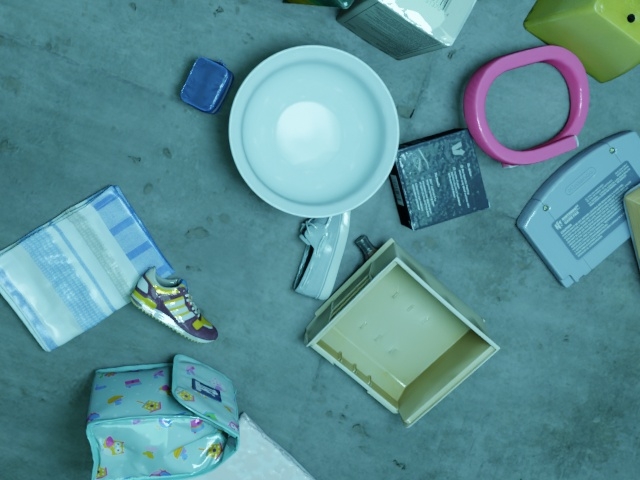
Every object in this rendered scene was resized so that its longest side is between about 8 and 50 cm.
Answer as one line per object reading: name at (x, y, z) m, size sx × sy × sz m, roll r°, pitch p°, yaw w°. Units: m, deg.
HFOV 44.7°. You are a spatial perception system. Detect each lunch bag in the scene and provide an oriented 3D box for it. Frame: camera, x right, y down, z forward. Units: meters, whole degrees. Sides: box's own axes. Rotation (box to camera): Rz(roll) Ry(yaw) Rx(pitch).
lunch bag at (-0.199, -0.279, 1.392) m, size 0.067 × 0.065 × 0.099 m, roll 29°, pitch 95°, yaw 3°
lunch bag at (-0.275, 0.315, 1.394) m, size 0.262 × 0.223 × 0.160 m, roll -6°, pitch 107°, yaw -9°

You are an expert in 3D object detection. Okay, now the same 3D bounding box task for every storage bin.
storage bin at (0.143, 0.179, 1.469) m, size 0.262 × 0.123 × 0.260 m, roll 40°, pitch 107°, yaw -13°

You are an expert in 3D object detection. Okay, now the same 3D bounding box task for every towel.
towel at (-0.155, 0.551, 1.541) m, size 0.317 × 0.053 × 0.332 m, roll -43°, pitch 104°, yaw -1°
towel at (-0.440, 0.052, 1.421) m, size 0.285 × 0.034 × 0.209 m, roll -32°, pitch 104°, yaw -4°

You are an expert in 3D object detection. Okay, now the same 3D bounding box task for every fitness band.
fitness band at (0.394, -0.252, 1.460) m, size 0.290 × 0.054 × 0.209 m, roll -19°, pitch 101°, yaw -25°

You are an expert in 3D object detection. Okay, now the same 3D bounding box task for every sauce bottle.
sauce bottle at (0.115, 0.045, 1.509) m, size 0.042 × 0.042 × 0.128 m, roll -36°, pitch 103°, yaw -2°

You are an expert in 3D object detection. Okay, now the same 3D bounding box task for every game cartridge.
game cartridge at (0.546, -0.072, 1.558) m, size 0.297 × 0.062 × 0.198 m, roll -40°, pitch 99°, yaw -1°

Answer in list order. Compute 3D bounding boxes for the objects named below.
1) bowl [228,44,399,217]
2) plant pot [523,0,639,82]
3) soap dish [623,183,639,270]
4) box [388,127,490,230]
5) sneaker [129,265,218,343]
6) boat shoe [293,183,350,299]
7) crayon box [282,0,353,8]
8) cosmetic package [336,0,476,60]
bowl at (-0.016, -0.192, 1.396) m, size 0.297 × 0.134 × 0.298 m, roll -1°, pitch 96°, yaw -7°
plant pot at (0.545, -0.437, 1.429) m, size 0.212 × 0.187 × 0.212 m, roll 31°, pitch 92°, yaw -13°
soap dish at (0.736, -0.014, 1.530) m, size 0.228 × 0.118 × 0.291 m, roll -30°, pitch 117°, yaw -7°
box at (0.217, -0.118, 1.473) m, size 0.158 × 0.093 × 0.156 m, roll -17°, pitch 100°, yaw -6°
sneaker at (-0.255, 0.120, 1.437) m, size 0.185 × 0.069 × 0.084 m, roll 33°, pitch 95°, yaw -25°
boat shoe at (0.000, 0.000, 1.463) m, size 0.081 × 0.079 × 0.228 m, roll 10°, pitch 100°, yaw -15°
crayon box at (0.020, -0.482, 1.258) m, size 0.083 × 0.323 × 0.203 m, roll 39°, pitch 91°, yaw -26°
cosmetic package at (0.143, -0.404, 1.311) m, size 0.153 × 0.296 × 0.129 m, roll 28°, pitch 93°, yaw -14°
